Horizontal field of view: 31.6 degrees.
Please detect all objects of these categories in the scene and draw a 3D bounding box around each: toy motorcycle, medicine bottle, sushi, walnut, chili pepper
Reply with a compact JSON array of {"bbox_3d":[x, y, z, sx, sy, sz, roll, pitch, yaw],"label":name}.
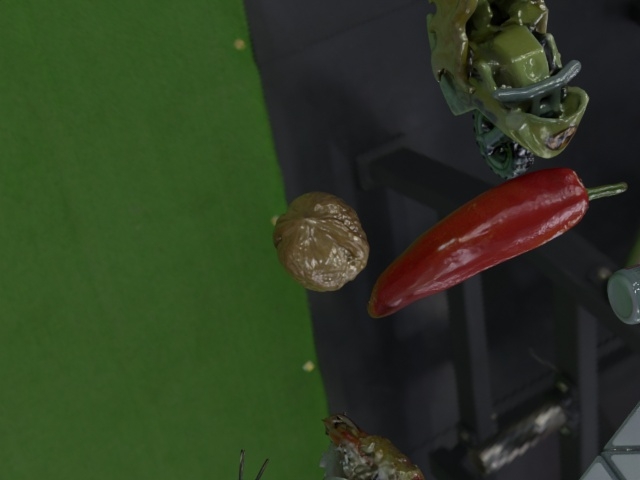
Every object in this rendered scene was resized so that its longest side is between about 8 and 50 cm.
[{"bbox_3d":[0.244,-0.273,1.552,0.169,0.237,0.410,-26,108,-21],"label":"toy motorcycle"},{"bbox_3d":[0.571,0.066,1.795,0.217,0.090,0.090,-14,123,-15],"label":"medicine bottle"},{"bbox_3d":[0.076,0.325,1.563,0.103,0.226,0.097,-54,156,-9],"label":"sushi"},{"bbox_3d":[0.000,0.000,1.816,0.155,0.155,0.184,-48,151,-1],"label":"walnut"},{"bbox_3d":[0.198,-0.006,1.392,0.368,0.091,0.137,-24,170,14],"label":"chili pepper"}]

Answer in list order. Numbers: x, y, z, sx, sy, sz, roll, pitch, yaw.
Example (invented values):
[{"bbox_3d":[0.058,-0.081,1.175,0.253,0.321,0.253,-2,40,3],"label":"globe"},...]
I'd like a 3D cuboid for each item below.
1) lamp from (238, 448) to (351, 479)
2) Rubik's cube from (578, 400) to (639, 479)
[{"bbox_3d":[-0.021,0.228,1.013,0.041,0.121,0.054,4,98,-53],"label":"lamp"},{"bbox_3d":[0.458,0.299,1.377,0.228,0.229,0.233,-53,169,17],"label":"Rubik's cube"}]
